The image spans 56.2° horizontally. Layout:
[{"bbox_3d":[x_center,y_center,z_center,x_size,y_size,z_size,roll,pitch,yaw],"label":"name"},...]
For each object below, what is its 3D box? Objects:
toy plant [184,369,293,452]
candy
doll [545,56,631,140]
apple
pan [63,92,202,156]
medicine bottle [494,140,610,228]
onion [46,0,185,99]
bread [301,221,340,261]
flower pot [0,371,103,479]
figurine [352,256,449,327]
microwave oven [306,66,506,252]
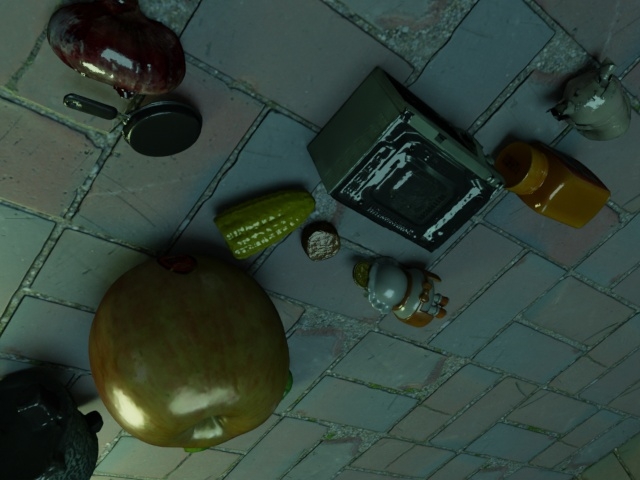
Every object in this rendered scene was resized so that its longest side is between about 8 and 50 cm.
[{"bbox_3d":[-0.218,0.387,1.501,0.316,0.184,0.224,-17,141,-26],"label":"toy plant"},{"bbox_3d":[-0.103,-0.044,1.178,0.199,0.106,0.094,-26,151,-2],"label":"candy"},{"bbox_3d":[0.554,-0.268,1.208,0.192,0.095,0.149,27,120,-38],"label":"doll"},{"bbox_3d":[-0.255,0.229,1.203,0.392,0.346,0.391,-13,139,-11],"label":"apple"},{"bbox_3d":[-0.301,-0.191,0.980,0.235,0.028,0.136,9,143,-43],"label":"pan"},{"bbox_3d":[0.480,-0.126,1.268,0.222,0.149,0.112,16,123,-30],"label":"medicine bottle"},{"bbox_3d":[-0.297,-0.285,0.896,0.206,0.098,0.151,7,129,-24],"label":"onion"},{"bbox_3d":[0.000,0.000,1.284,0.085,0.053,0.085,-7,120,-12],"label":"bread"},{"bbox_3d":[-0.634,0.440,1.296,0.299,0.299,0.282,-18,138,-3],"label":"flower pot"},{"bbox_3d":[0.191,0.117,1.398,0.143,0.143,0.271,-43,131,20],"label":"figurine"},{"bbox_3d":[0.165,-0.136,1.131,0.295,0.181,0.237,27,117,-36],"label":"microwave oven"}]
